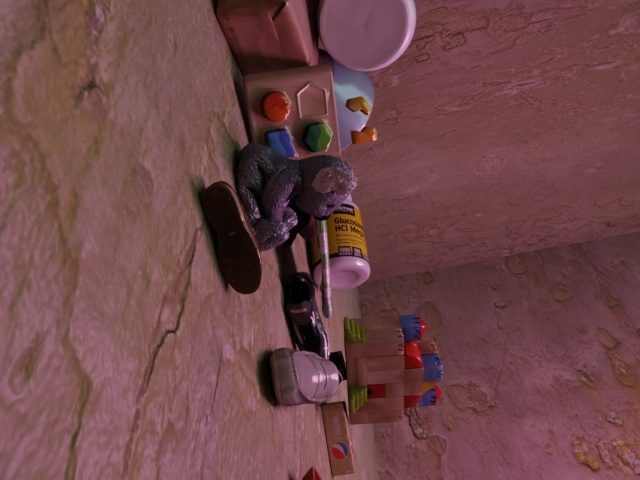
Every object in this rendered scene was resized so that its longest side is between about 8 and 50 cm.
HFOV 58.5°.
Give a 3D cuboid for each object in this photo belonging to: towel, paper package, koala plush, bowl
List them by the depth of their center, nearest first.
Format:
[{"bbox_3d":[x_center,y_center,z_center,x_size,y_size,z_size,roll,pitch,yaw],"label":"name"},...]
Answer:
[{"bbox_3d":[-0.037,-0.106,1.115,0.196,0.221,0.204,-69,147,-77],"label":"koala plush"},{"bbox_3d":[-0.107,-0.545,1.321,0.309,0.168,0.325,66,24,-64],"label":"paper package"},{"bbox_3d":[0.000,0.000,1.416,0.248,0.038,0.325,-93,179,-80],"label":"towel"},{"bbox_3d":[-0.033,-0.379,1.511,0.163,0.311,0.312,33,42,-52],"label":"bowl"}]

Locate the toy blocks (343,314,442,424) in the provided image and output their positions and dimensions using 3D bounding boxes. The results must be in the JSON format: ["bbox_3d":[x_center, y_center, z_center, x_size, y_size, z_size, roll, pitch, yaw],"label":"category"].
[{"bbox_3d":[0.198,0.338,1.497,0.191,0.260,0.382,-93,179,-59],"label":"toy blocks"}]

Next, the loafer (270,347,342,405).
[{"bbox_3d":[-0.022,0.260,1.105,0.319,0.111,0.112,57,22,-74],"label":"loafer"}]

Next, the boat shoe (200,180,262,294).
[{"bbox_3d":[-0.126,-0.006,0.864,0.060,0.064,0.178,-77,153,-70],"label":"boat shoe"}]

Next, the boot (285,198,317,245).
[{"bbox_3d":[-0.068,-0.050,1.519,0.207,0.090,0.249,-73,158,-48],"label":"boot"}]

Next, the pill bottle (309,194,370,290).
[{"bbox_3d":[0.052,-0.018,1.910,0.188,0.187,0.334,69,12,-58],"label":"pill bottle"}]

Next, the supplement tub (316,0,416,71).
[{"bbox_3d":[0.117,-0.562,1.433,0.331,0.240,0.241,-75,154,-62],"label":"supplement tub"}]

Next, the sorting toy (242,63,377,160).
[{"bbox_3d":[-0.011,-0.275,1.289,0.041,0.307,0.229,22,-56,63],"label":"sorting toy"}]

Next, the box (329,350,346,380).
[{"bbox_3d":[0.022,0.333,1.499,0.062,0.083,0.052,-92,169,-54],"label":"box"}]

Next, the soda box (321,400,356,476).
[{"bbox_3d":[0.049,0.522,1.516,0.058,0.061,0.182,53,26,-74],"label":"soda box"}]

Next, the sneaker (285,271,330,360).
[{"bbox_3d":[-0.038,0.177,1.303,0.106,0.078,0.235,48,27,-72],"label":"sneaker"}]

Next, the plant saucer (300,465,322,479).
[{"bbox_3d":[0.001,0.588,1.045,0.259,0.047,0.259,71,10,-45],"label":"plant saucer"}]
